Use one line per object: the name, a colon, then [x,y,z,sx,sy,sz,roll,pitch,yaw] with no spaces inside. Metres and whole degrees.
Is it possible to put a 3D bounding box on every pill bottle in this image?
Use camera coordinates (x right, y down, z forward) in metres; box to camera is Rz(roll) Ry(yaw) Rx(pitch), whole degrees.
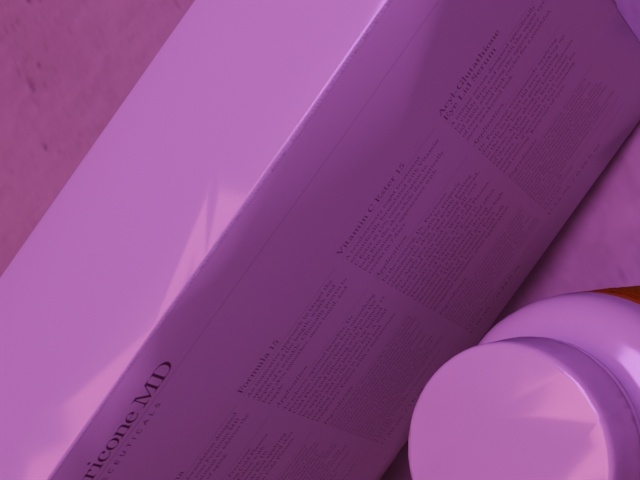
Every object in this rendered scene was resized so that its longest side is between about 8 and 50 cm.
pill bottle: [0.149,0.091,0.734,0.136,0.245,0.136,1,91,35]

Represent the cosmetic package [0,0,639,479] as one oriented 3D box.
cosmetic package: [0.000,0.000,0.755,0.097,0.284,0.377,37,93,28]
